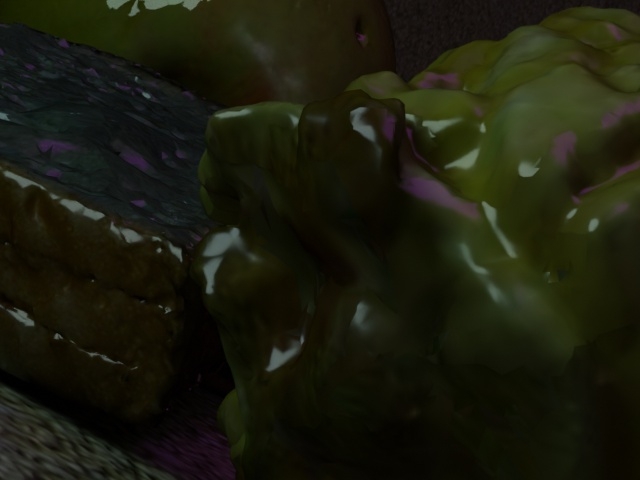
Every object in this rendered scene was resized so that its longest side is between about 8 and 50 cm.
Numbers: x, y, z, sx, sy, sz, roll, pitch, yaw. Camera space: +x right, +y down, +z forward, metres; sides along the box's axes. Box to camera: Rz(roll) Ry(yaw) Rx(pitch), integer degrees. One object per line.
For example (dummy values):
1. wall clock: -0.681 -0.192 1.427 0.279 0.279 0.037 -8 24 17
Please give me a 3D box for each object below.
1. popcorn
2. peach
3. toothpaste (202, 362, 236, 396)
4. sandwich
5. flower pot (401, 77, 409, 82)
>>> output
1. popcorn: 0.074 0.039 0.644 0.293 0.293 0.237 28 38 33
2. peach: -0.102 -0.114 1.156 0.282 0.314 0.315 21 33 -22
3. toothpaste: -0.104 0.027 1.001 0.193 0.070 0.044 27 4 -1
4. sandwich: -0.131 -0.030 0.857 0.271 0.099 0.301 27 17 12
5. flower pot: -0.047 -0.066 1.609 0.283 0.299 0.299 33 3 12
